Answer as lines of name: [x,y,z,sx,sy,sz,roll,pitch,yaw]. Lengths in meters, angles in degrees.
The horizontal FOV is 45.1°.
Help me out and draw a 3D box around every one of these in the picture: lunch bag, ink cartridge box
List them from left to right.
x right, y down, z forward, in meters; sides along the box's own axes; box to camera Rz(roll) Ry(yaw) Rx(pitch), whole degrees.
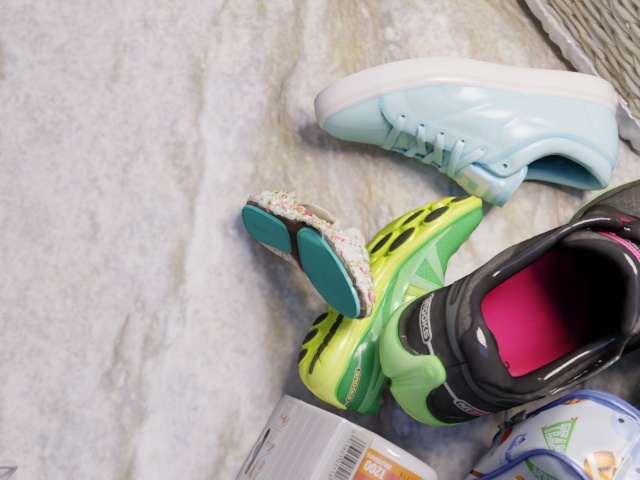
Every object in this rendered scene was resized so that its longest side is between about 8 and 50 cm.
ink cartridge box: [-0.030,0.240,0.790,0.045,0.179,0.145,34,76,-15]
lunch bag: [0.289,0.286,0.754,0.303,0.243,0.115,43,58,8]

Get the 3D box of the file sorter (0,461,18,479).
file sorter: [-0.349,0.322,0.743,0.173,0.193,0.277,-37,80,-13]

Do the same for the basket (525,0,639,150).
basket: [0.458,-0.341,0.898,0.328,0.266,0.331,-32,81,-10]

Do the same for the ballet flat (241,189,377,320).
ballet flat: [0.000,0.000,0.843,0.077,0.091,0.241,-22,40,-27]

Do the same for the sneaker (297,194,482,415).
sneaker: [0.093,0.068,0.879,0.123,0.109,0.295,45,72,-20]

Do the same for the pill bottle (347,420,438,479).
pill bottle: [0.022,0.307,0.791,0.121,0.121,0.216,29,76,5]

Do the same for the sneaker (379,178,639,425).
sneaker: [0.294,0.054,0.795,0.483,0.202,0.185,-27,88,-25]

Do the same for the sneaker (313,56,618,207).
sneaker: [0.176,-0.117,0.897,0.366,0.135,0.150,0,72,-1]
